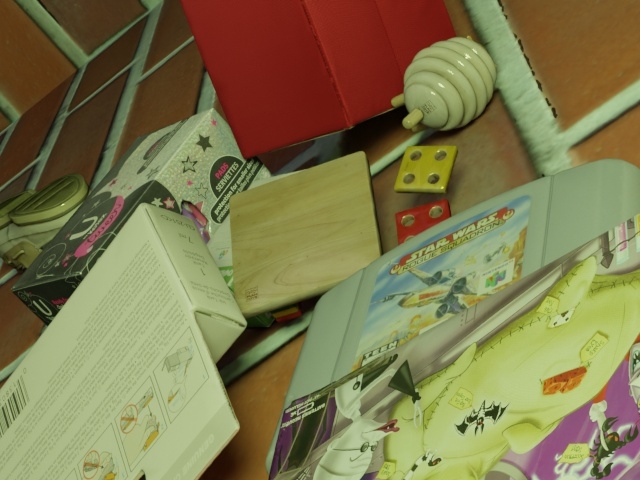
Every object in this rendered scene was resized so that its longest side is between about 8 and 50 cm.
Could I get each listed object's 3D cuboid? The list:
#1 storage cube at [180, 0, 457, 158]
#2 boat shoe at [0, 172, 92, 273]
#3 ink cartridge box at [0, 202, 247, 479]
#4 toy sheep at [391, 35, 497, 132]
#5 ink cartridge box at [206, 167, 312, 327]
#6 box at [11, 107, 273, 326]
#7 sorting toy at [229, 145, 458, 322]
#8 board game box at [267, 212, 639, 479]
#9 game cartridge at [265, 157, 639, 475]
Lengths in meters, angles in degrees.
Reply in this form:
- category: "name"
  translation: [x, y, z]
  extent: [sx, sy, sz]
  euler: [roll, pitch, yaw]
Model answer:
- category: "storage cube"
  translation: [0.001, -0.213, 1.238]
  extent: [0.184, 0.193, 0.215]
  euler: [-27, 9, -37]
- category: "boat shoe"
  translation: [-0.383, -0.018, 1.700]
  extent: [0.113, 0.103, 0.302]
  euler: [-39, 18, -29]
- category: "ink cartridge box"
  translation: [-0.169, 0.160, 0.993]
  extent: [0.296, 0.066, 0.261]
  euler: [-50, 45, 20]
- category: "toy sheep"
  translation: [0.117, -0.143, 1.137]
  extent: [0.091, 0.091, 0.132]
  euler: [-9, 35, 53]
- category: "ink cartridge box"
  translation: [-0.071, 0.029, 1.159]
  extent: [0.109, 0.062, 0.209]
  euler: [-7, 41, 53]
- category: "box"
  translation: [-0.176, 0.000, 1.279]
  extent: [0.163, 0.142, 0.247]
  euler: [-13, 37, 50]
- category: "sorting toy"
  translation: [0.000, 0.000, 1.054]
  extent: [0.275, 0.046, 0.132]
  euler: [-19, 50, 14]
- category: "board game box"
  translation: [0.094, 0.103, 0.561]
  extent: [0.347, 0.056, 0.208]
  euler: [-33, 32, 34]
- category: "game cartridge"
  translation: [0.097, 0.055, 0.856]
  extent: [0.297, 0.062, 0.198]
  euler: [-28, 31, 31]
